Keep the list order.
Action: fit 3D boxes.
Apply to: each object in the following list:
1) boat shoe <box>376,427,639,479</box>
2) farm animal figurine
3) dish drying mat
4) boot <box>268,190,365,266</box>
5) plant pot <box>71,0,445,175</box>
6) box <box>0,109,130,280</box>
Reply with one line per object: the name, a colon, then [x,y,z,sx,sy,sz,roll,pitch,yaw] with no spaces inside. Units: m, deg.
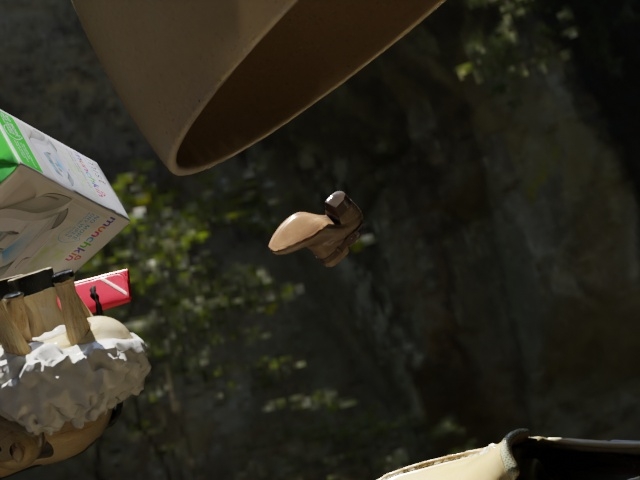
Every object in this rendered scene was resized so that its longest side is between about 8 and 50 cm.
boat shoe: [0.105,0.125,0.755,0.190,0.068,0.072,-9,-49,23]
farm animal figurine: [-0.286,0.140,1.005,0.327,0.172,0.330,-20,5,-15]
dish drying mat: [-0.191,0.046,1.151,0.083,0.032,0.008,-14,-30,6]
boot: [0.000,0.000,1.596,0.118,0.042,0.087,-35,-36,-15]
plant pot: [-0.011,-0.190,0.596,0.284,0.191,0.284,-39,-2,-2]
box: [-0.423,-0.017,1.857,0.262,0.126,0.231,-41,-33,11]
